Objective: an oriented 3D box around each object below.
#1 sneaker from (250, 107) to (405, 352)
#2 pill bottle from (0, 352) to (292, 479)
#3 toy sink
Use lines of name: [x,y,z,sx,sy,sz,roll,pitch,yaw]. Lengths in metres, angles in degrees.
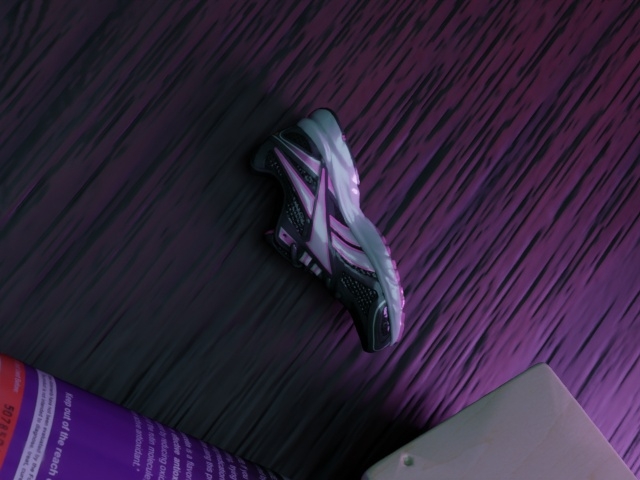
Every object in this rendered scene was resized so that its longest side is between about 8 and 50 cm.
sneaker: [0.000,0.000,1.073,0.077,0.072,0.178,-21,87,-10]
pill bottle: [-0.127,0.202,0.940,0.323,0.181,0.181,26,78,-18]
toy sink: [0.105,0.208,1.047,0.153,0.234,0.131,-29,68,-20]
